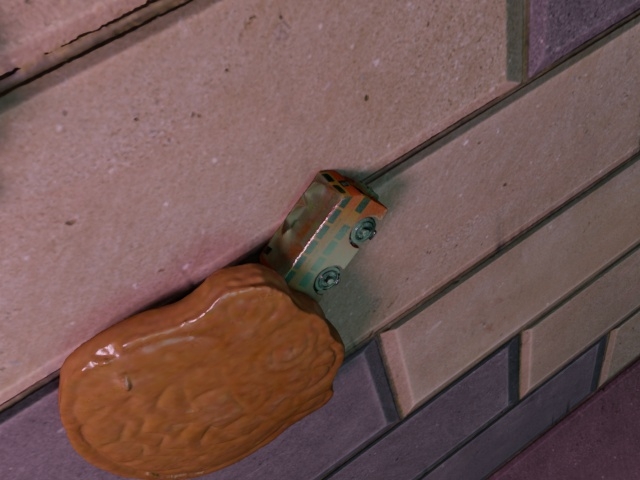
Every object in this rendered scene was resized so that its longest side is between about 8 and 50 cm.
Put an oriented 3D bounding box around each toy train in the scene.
[{"bbox_3d":[0.000,0.000,0.795,0.099,0.072,0.188,23,108,-49],"label":"toy train"}]

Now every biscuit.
[{"bbox_3d":[-0.140,0.205,0.813,0.365,0.062,0.385,-29,141,-1],"label":"biscuit"}]
